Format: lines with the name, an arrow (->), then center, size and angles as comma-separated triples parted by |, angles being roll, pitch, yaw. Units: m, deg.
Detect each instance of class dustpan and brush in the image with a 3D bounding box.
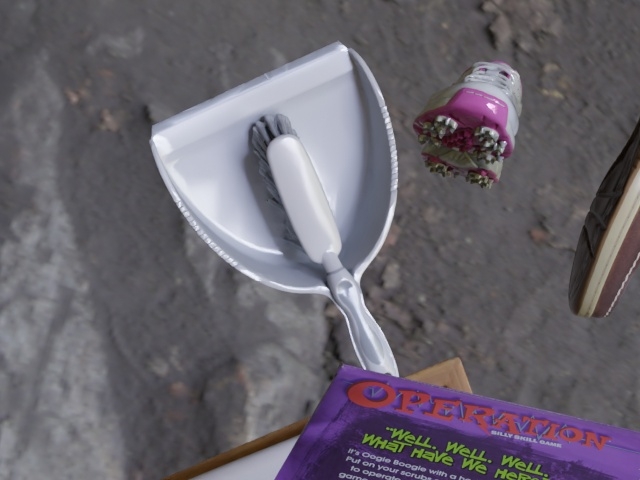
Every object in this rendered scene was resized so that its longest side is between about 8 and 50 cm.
dustpan and brush -> 0.000, 0.000, 0.965 | 0.147, 0.060, 0.211 | -26, 107, -9

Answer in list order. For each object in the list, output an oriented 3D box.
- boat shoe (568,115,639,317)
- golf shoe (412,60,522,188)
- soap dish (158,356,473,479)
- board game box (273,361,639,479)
boat shoe -> 0.362, -0.062, 1.542 | 0.123, 0.123, 0.342 | 24, 99, -2
golf shoe -> 0.174, -0.152, 1.728 | 0.115, 0.306, 0.140 | 20, 83, 3
soap dish -> 0.014, 0.241, 1.078 | 0.291, 0.118, 0.229 | -25, 72, 20
board game box -> 0.141, 0.143, 0.520 | 0.347, 0.208, 0.056 | 12, 122, 14
